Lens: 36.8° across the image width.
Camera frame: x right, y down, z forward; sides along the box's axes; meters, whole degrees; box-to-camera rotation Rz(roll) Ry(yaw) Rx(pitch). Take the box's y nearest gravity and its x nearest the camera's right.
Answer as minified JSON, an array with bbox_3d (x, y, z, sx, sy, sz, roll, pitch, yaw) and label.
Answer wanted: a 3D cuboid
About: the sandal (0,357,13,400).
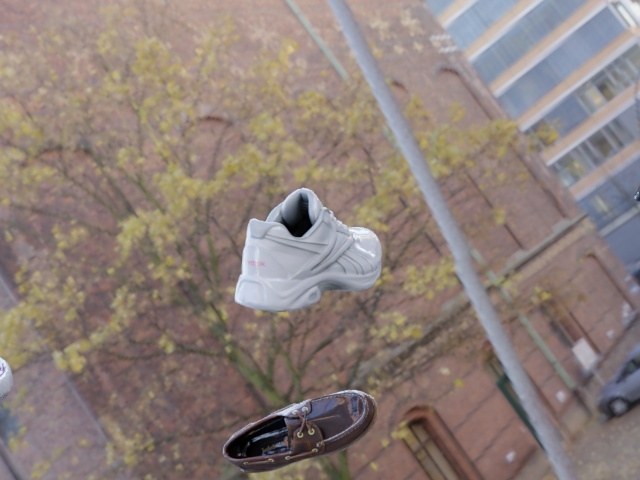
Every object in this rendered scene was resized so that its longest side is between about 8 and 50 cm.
[{"bbox_3d":[-0.409,0.096,0.970,0.169,0.102,0.416,-4,4,-22],"label":"sandal"}]

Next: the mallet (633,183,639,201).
[{"bbox_3d":[0.403,-0.097,1.167,0.062,0.039,0.189,-38,-25,-24],"label":"mallet"}]

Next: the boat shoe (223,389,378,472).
[{"bbox_3d":[-0.027,0.247,1.240,0.207,0.073,0.073,-28,-32,15],"label":"boat shoe"}]

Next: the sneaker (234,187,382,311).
[{"bbox_3d":[0.000,0.000,1.023,0.090,0.115,0.232,9,15,29],"label":"sneaker"}]
